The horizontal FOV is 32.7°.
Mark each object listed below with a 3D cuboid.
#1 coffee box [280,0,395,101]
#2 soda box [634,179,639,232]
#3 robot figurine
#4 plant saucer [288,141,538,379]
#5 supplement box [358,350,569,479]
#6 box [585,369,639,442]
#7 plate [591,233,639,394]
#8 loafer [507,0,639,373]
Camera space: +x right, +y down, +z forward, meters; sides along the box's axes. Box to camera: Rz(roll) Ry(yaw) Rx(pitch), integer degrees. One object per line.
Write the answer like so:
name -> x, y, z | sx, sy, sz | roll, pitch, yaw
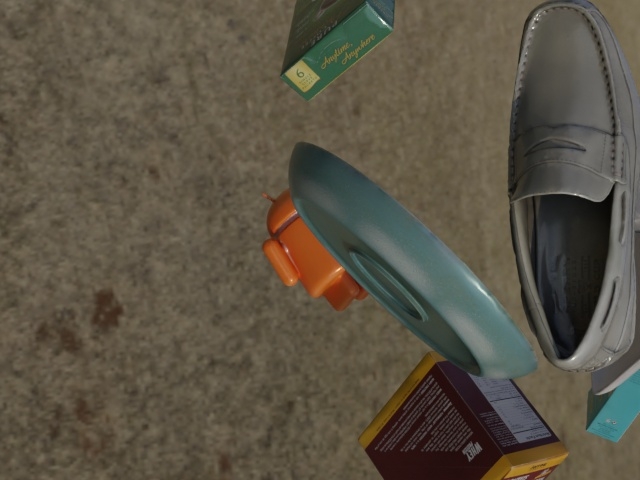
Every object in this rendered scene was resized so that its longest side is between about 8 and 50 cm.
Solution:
coffee box -> 0.020, -0.217, 1.045 | 0.040, 0.113, 0.184 | 42, 27, -22
soda box -> 0.441, -0.080, 1.177 | 0.098, 0.286, 0.091 | 5, 76, -42
robot figurine -> -0.001, 0.000, 1.691 | 0.219, 0.158, 0.128 | 56, 6, 13
plant saucer -> 0.076, 0.031, 1.058 | 0.044, 0.317, 0.317 | -47, 139, -7
supplement box -> 0.190, 0.281, 1.484 | 0.129, 0.191, 0.194 | 0, 44, -44
box -> 0.526, 0.225, 1.838 | 0.100, 0.060, 0.244 | -69, 179, -50
plate -> 0.446, 0.035, 1.425 | 0.045, 0.277, 0.278 | 22, 48, -13
loafer -> 0.212, -0.049, 0.914 | 0.111, 0.112, 0.319 | 0, 83, -63
